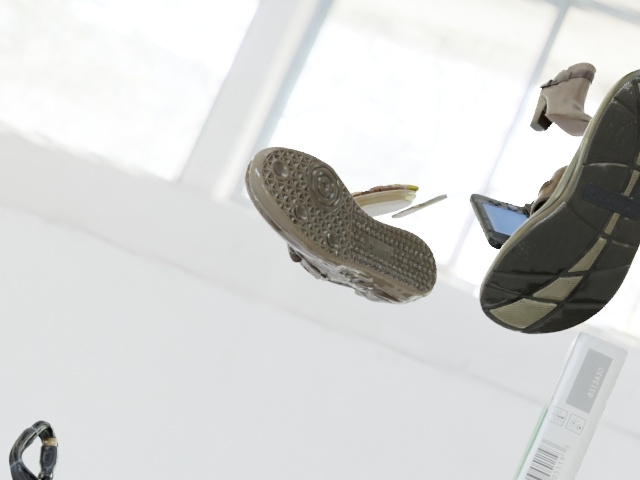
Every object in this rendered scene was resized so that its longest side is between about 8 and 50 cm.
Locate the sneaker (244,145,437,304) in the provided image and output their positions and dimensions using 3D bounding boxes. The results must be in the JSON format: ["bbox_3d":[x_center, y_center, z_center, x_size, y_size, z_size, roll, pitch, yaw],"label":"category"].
[{"bbox_3d":[0.000,0.000,1.272,0.071,0.066,0.188,-15,-37,39],"label":"sneaker"}]

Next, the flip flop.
[{"bbox_3d":[0.240,-0.035,1.642,0.112,0.277,0.080,24,17,-11],"label":"flip flop"}]

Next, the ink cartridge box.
[{"bbox_3d":[0.216,0.194,1.716,0.056,0.181,0.225,24,-13,4],"label":"ink cartridge box"}]

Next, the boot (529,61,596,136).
[{"bbox_3d":[0.281,-0.159,2.025,0.042,0.087,0.118,43,-19,-29],"label":"boot"}]

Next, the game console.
[{"bbox_3d":[0.225,-0.034,1.920,0.107,0.071,0.122,16,23,-14],"label":"game console"}]

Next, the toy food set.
[{"bbox_3d":[0.064,-0.057,2.450,0.192,0.038,0.132,-4,-11,-37],"label":"toy food set"}]

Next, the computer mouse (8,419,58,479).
[{"bbox_3d":[-0.215,0.229,1.427,0.041,0.242,0.071,-24,-50,15],"label":"computer mouse"}]
